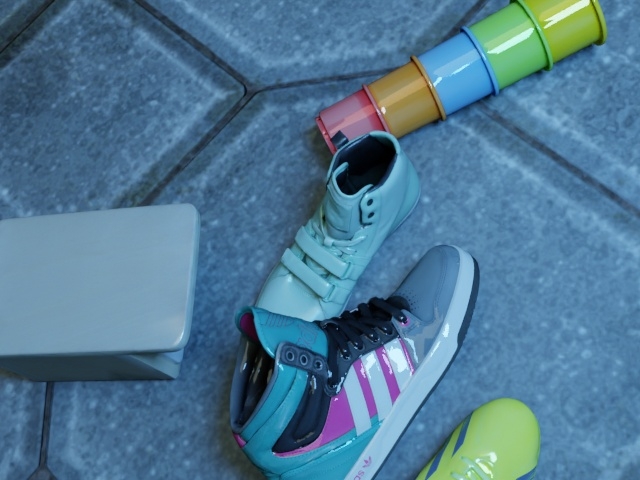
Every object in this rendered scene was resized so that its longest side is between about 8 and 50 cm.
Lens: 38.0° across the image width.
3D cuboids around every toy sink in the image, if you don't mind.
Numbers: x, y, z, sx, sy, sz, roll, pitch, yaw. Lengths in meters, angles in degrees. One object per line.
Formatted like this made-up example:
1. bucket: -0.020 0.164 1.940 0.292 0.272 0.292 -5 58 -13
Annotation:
1. toy sink: -0.215 0.061 0.974 0.234 0.131 0.153 -5 68 17

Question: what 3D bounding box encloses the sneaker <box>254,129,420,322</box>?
1. sneaker: 0.000 -0.001 0.933 0.094 0.151 0.256 34 81 22

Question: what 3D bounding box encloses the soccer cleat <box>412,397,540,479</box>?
1. soccer cleat: 0.096 0.256 0.822 0.093 0.121 0.289 40 82 24

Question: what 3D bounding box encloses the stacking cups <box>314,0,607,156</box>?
1. stacking cups: 0.145 -0.180 0.999 0.316 0.096 0.096 -28 65 2

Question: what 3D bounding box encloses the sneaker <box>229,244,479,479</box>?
1. sneaker: 0.012 0.095 0.876 0.178 0.124 0.296 37 79 -20
